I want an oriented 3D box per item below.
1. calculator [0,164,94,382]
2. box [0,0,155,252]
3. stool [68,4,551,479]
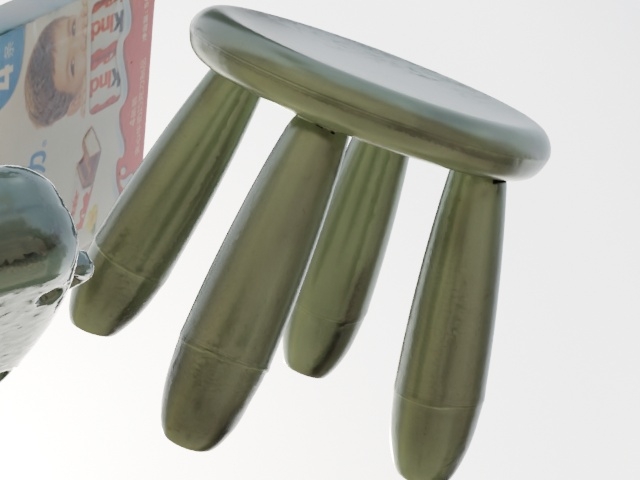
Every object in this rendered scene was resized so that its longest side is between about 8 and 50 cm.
[{"bbox_3d":[-0.183,0.038,0.551,0.246,0.045,0.141,-15,-17,-28],"label":"calculator"},{"bbox_3d":[-0.229,-0.081,1.487,0.048,0.265,0.273,18,-61,20],"label":"box"},{"bbox_3d":[0.000,0.000,0.917,0.195,0.195,0.199,11,-76,-31],"label":"stool"}]
